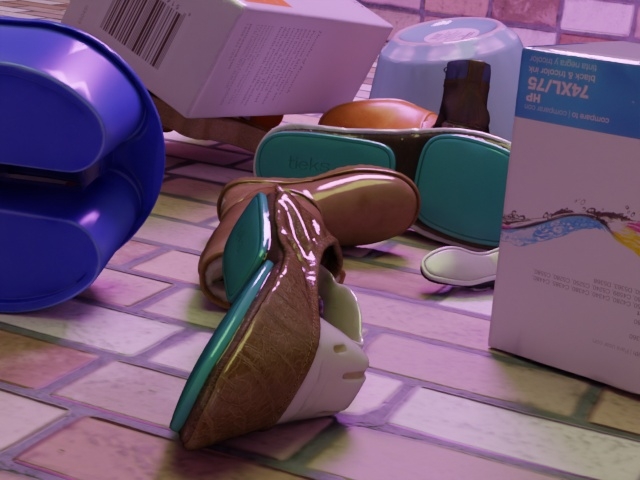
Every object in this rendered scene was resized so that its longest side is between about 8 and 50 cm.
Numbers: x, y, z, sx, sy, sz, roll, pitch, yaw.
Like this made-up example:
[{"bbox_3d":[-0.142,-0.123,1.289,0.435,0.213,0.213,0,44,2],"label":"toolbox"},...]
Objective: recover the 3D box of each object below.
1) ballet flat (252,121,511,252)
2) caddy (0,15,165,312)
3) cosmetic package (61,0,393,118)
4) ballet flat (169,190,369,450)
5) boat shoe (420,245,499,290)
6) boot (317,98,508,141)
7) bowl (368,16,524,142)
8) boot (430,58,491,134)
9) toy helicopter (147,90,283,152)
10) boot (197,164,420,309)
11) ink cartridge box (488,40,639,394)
[{"bbox_3d":[0.117,-0.067,1.449,0.400,0.139,0.139,11,16,20],"label":"ballet flat"},{"bbox_3d":[-0.312,-0.074,1.074,0.341,0.241,0.179,6,22,-2],"label":"caddy"},{"bbox_3d":[-0.108,-0.293,1.652,0.230,0.161,0.453,37,20,17],"label":"cosmetic package"},{"bbox_3d":[-0.024,0.066,0.921,0.124,0.116,0.342,30,19,-9],"label":"ballet flat"},{"bbox_3d":[0.155,0.031,1.240,0.125,0.038,0.046,-7,61,-24],"label":"boat shoe"},{"bbox_3d":[0.144,-0.123,1.672,0.295,0.104,0.211,9,15,-4],"label":"boot"},{"bbox_3d":[0.211,-0.261,1.963,0.312,0.163,0.311,-8,22,3],"label":"bowl"},{"bbox_3d":[0.189,-0.176,1.545,0.082,0.106,0.219,11,9,0],"label":"boot"},{"bbox_3d":[-0.119,-0.154,1.718,0.355,0.140,0.235,22,10,16],"label":"toy helicopter"},{"bbox_3d":[0.000,0.000,1.219,0.236,0.089,0.269,-6,16,-2],"label":"boot"},{"bbox_3d":[0.290,-0.025,1.054,0.197,0.270,0.198,16,18,37],"label":"ink cartridge box"}]
